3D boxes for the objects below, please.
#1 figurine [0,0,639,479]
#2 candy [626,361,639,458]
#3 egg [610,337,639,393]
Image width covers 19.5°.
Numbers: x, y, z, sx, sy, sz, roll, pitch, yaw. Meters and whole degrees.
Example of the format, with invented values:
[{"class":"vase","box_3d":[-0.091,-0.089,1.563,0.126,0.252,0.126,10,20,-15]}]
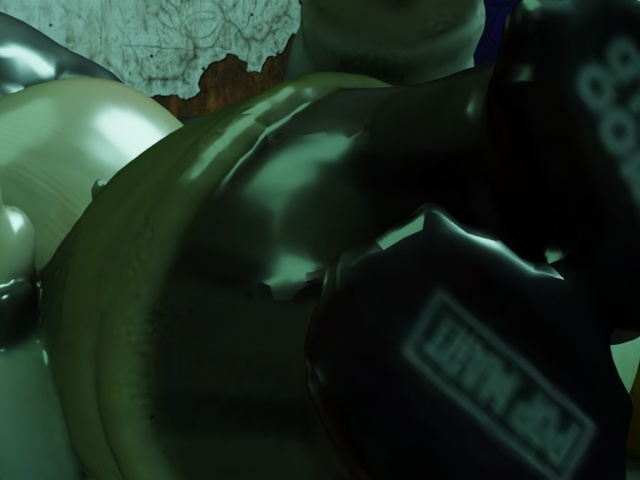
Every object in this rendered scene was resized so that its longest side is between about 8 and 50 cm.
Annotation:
[{"class":"figurine","box_3d":[-0.078,0.016,0.471,0.206,0.218,0.365,27,-23,-16]},{"class":"candy","box_3d":[0.210,0.003,0.880,0.260,0.118,0.260,-29,10,6]},{"class":"egg","box_3d":[0.041,0.024,0.756,0.183,0.183,0.217,0,2,12]}]
